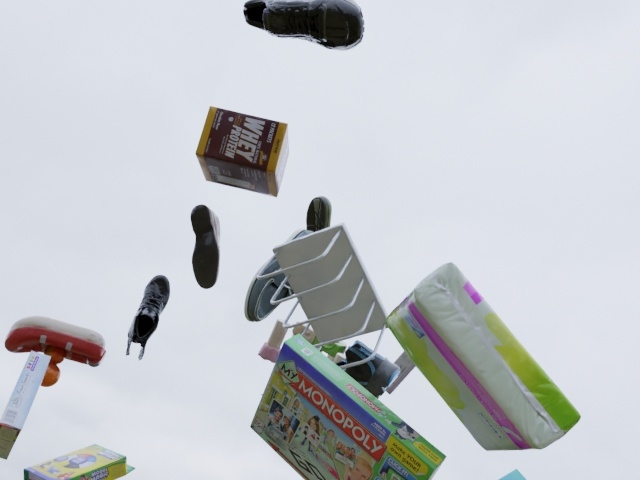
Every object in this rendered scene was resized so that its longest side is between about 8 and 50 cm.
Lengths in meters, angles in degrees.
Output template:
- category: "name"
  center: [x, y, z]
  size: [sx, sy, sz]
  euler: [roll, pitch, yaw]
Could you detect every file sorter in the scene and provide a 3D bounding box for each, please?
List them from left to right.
- category: "file sorter"
  center: [0.007, 0.138, 1.518]
  size: [0.193, 0.173, 0.277]
  euler: [-19, -74, 24]

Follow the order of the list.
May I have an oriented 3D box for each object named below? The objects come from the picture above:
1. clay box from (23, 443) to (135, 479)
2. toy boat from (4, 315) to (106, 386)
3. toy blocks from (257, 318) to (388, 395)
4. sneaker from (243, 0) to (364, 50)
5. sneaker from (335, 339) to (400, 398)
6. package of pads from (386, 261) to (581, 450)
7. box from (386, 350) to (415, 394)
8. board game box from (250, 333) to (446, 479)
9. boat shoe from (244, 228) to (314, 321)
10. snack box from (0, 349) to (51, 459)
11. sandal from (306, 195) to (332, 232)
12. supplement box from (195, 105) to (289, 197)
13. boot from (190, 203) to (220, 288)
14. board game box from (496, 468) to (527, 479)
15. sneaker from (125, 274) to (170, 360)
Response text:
- category: "clay box"
  center: [-0.561, 0.539, 1.570]
  size: [0.128, 0.053, 0.222]
  euler: [5, 7, 35]
- category: "toy boat"
  center: [-0.645, 0.278, 1.609]
  size: [0.231, 0.151, 0.151]
  euler: [18, -27, -11]
- category: "toy blocks"
  center: [-0.012, 0.413, 1.990]
  size: [0.289, 0.260, 0.309]
  euler: [25, 4, 30]
- category: "sneaker"
  center: [-0.042, -0.422, 1.302]
  size: [0.283, 0.124, 0.107]
  euler: [28, -48, 42]
- category: "sneaker"
  center: [0.089, 0.372, 1.727]
  size: [0.140, 0.125, 0.340]
  euler: [41, -41, 12]
- category: "package of pads"
  center: [0.240, 0.197, 1.066]
  size: [0.296, 0.101, 0.229]
  euler: [52, -15, 11]
- category: "box"
  center: [0.316, 0.372, 2.214]
  size: [0.063, 0.067, 0.324]
  euler: [43, -74, 17]
- category: "board game box"
  center: [0.031, 0.335, 1.117]
  size: [0.317, 0.046, 0.213]
  euler: [36, -58, 26]
- category: "boat shoe"
  center: [-0.094, 0.099, 1.856]
  size: [0.099, 0.319, 0.116]
  euler: [17, -31, 36]
- category: "snack box"
  center: [-0.484, 0.263, 1.071]
  size: [0.037, 0.141, 0.100]
  euler: [25, -52, -19]
- category: "sandal"
  center: [0.001, 0.000, 2.129]
  size: [0.120, 0.086, 0.302]
  euler: [38, -54, 36]
- category: "supplement box"
  center: [-0.187, -0.216, 1.654]
  size: [0.194, 0.129, 0.191]
  euler: [13, -15, 2]
- category: "boot"
  center: [-0.389, 0.029, 2.375]
  size: [0.112, 0.305, 0.115]
  euler: [-12, -19, 18]
- category: "board game box"
  center: [0.308, 0.552, 1.321]
  size: [0.210, 0.047, 0.160]
  euler: [-11, -46, -38]
- category: "sneaker"
  center: [-0.322, 0.141, 1.256]
  size: [0.051, 0.170, 0.089]
  euler: [26, -17, -16]
